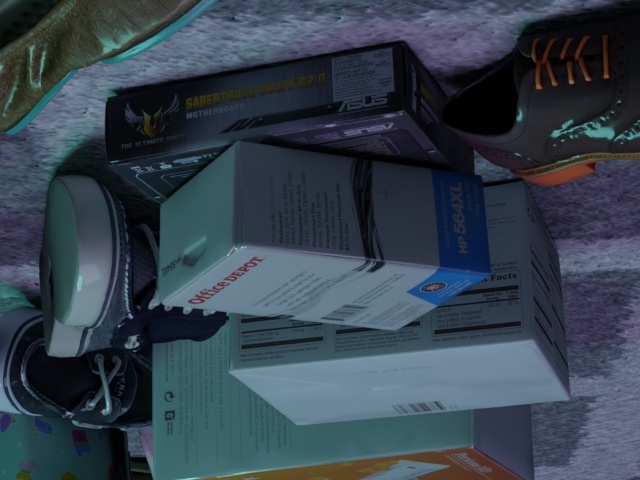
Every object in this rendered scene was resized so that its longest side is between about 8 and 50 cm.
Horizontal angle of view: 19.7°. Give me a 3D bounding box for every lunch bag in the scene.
[{"bbox_3d":[-0.289,0.262,2.052,0.160,0.223,0.262,-22,153,24],"label":"lunch bag"}]

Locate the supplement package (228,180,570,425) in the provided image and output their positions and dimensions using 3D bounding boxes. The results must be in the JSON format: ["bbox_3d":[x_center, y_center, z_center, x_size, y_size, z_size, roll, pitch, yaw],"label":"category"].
[{"bbox_3d":[0.073,0.061,1.621,0.262,0.145,0.204,-6,160,15],"label":"supplement package"}]

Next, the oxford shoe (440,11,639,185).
[{"bbox_3d":[0.187,-0.104,1.237,0.098,0.097,0.271,16,155,-29],"label":"oxford shoe"}]

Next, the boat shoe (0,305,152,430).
[{"bbox_3d":[-0.236,0.141,1.854,0.102,0.108,0.301,10,169,22],"label":"boat shoe"}]

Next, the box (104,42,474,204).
[{"bbox_3d":[-0.018,-0.070,1.370,0.231,0.056,0.183,-9,161,19],"label":"box"}]

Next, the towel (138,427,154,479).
[{"bbox_3d":[-0.041,0.278,2.224,0.332,0.053,0.317,-4,140,9],"label":"towel"}]

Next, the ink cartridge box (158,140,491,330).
[{"bbox_3d":[0.000,0.000,1.353,0.203,0.086,0.148,8,158,-26],"label":"ink cartridge box"}]

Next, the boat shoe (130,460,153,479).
[{"bbox_3d":[-0.276,0.357,2.514,0.307,0.104,0.110,-5,161,10],"label":"boat shoe"}]

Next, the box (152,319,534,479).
[{"bbox_3d":[0.025,0.174,1.912,0.345,0.168,0.215,-10,159,21],"label":"box"}]

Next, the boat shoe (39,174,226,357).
[{"bbox_3d":[-0.150,0.021,1.555,0.158,0.127,0.340,-4,170,-13],"label":"boat shoe"}]

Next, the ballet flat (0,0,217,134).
[{"bbox_3d":[-0.156,-0.157,1.066,0.124,0.116,0.342,31,151,-25],"label":"ballet flat"}]
